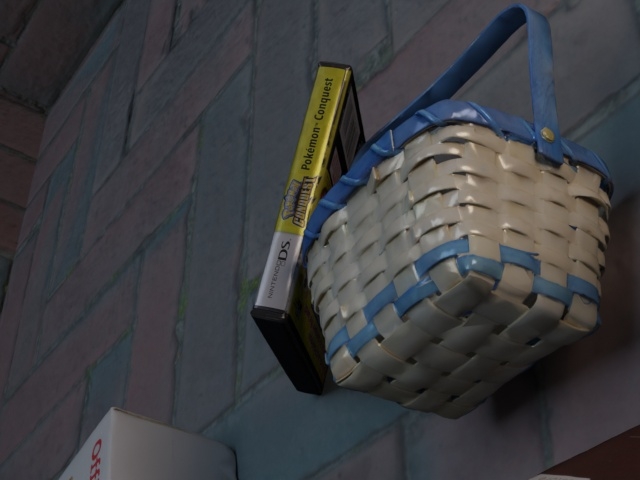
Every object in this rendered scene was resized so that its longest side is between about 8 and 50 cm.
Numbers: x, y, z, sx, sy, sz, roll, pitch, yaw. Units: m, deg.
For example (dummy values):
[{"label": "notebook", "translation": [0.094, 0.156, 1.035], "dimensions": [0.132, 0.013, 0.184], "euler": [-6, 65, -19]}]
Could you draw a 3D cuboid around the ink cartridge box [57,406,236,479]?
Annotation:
[{"label": "ink cartridge box", "translation": [-0.255, 0.420, 1.268], "dimensions": [0.384, 0.160, 0.279], "euler": [-52, 29, 28]}]

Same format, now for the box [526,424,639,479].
[{"label": "box", "translation": [0.135, 0.180, 0.467], "dimensions": [0.191, 0.381, 0.143], "euler": [-10, 97, 60]}]

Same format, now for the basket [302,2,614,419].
[{"label": "basket", "translation": [0.102, -0.020, 0.903], "dimensions": [0.255, 0.201, 0.289], "euler": [-44, 39, 44]}]

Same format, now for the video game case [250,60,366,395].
[{"label": "video game case", "translation": [0.000, 0.000, 1.094], "dimensions": [0.275, 0.035, 0.248], "euler": [72, -150, -68]}]
